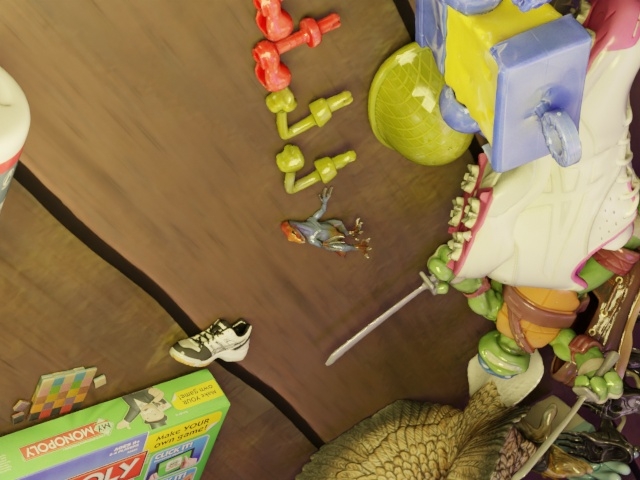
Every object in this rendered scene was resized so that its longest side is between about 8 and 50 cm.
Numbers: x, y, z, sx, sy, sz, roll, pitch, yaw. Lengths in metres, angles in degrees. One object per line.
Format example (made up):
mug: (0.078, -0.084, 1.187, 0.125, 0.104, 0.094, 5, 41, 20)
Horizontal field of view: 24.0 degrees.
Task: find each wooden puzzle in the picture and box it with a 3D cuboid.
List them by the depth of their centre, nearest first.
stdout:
wooden puzzle: (-0.209, 0.122, 1.207, 0.083, 0.006, 0.049, -10, 140, -41)

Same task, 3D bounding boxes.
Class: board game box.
board game box: (-0.243, 0.231, 1.275, 0.317, 0.046, 0.213, -16, 146, -34)

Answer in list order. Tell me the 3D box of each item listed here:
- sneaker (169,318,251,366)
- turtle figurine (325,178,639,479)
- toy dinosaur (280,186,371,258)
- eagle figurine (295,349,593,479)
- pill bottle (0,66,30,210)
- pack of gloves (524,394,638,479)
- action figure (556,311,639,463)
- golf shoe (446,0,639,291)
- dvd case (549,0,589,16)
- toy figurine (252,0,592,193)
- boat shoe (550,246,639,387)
sneaker: (-0.092, 0.082, 1.264, 0.083, 0.032, 0.037, -7, 124, -50)
turtle figurine: (0.202, 0.059, 1.381, 0.275, 0.198, 0.266, -10, 136, -45)
toy dinosaur: (0.000, 0.000, 1.238, 0.082, 0.047, 0.090, 1, 145, -24)
eagle figurine: (0.137, 0.240, 1.525, 0.298, 0.225, 0.226, -5, 136, -44)
pill bottle: (-0.243, -0.019, 0.877, 0.108, 0.108, 0.180, -10, 140, -40)
pack of gloves: (0.244, 0.271, 1.709, 0.195, 0.232, 0.046, -27, 109, -12)
action figure: (0.355, 0.119, 1.696, 0.275, 0.141, 0.164, -47, 154, -43)
golf shoe: (0.211, -0.071, 1.219, 0.140, 0.115, 0.306, 20, 137, -6)
dvd case: (0.198, -0.156, 1.258, 0.221, 0.018, 0.164, -4, 136, -45)
toy figurine: (0.088, -0.100, 1.013, 0.191, 0.217, 0.362, -27, 147, -18)
boat shoe: (0.295, 0.056, 1.551, 0.073, 0.073, 0.207, 153, -46, -81)
